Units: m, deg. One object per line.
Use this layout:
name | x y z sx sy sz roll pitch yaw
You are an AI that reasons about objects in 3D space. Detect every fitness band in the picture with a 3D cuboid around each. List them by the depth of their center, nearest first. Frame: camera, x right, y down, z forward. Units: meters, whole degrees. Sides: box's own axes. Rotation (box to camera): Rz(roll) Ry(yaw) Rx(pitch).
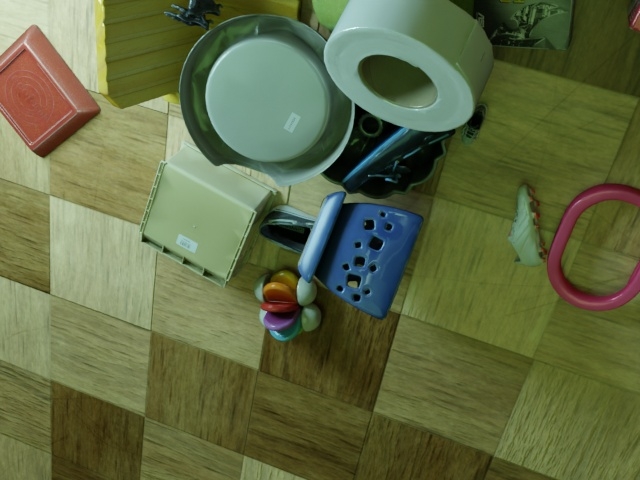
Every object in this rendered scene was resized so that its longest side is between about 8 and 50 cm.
fitness band | 0.602 0.019 1.642 0.209 0.054 0.291 19 120 11

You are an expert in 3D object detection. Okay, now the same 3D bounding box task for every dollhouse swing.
dollhouse swing | -0.241 -0.417 1.580 0.315 0.305 0.347 15 120 13

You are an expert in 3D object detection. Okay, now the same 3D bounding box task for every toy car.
toy car | -0.092 0.172 1.931 0.159 0.136 0.182 1 117 20

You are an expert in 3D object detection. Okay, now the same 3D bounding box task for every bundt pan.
bundt pan | 0.122 -0.260 1.633 0.331 0.124 0.331 9 118 16

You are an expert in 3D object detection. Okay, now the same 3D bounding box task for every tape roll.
tape roll | 0.153 -0.311 1.348 0.286 0.100 0.286 23 161 9

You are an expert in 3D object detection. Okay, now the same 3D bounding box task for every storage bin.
storage bin | -0.282 -0.058 1.891 0.262 0.123 0.260 28 123 4

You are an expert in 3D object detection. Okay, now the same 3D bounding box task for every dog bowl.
dog bowl | -0.099 -0.284 1.542 0.349 0.102 0.349 4 118 8

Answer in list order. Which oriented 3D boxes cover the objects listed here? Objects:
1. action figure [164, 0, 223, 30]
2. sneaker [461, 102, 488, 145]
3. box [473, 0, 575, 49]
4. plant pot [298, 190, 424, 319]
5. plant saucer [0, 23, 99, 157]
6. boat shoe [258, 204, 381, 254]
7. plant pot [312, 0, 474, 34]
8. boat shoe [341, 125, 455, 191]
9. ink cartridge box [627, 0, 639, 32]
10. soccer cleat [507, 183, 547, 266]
action figure | -0.206 -0.537 1.405 0.141 0.164 0.275 20 91 -16
sneaker | 0.314 -0.234 1.606 0.038 0.069 0.098 22 122 9
box | 0.379 -0.474 1.431 0.183 0.056 0.231 11 131 22
plant pot | 0.075 0.020 1.675 0.212 0.236 0.236 22 91 -2
plant saucer | -0.721 -0.362 1.939 0.259 0.048 0.258 -29 104 29
boat shoe | 0.000 0.000 1.826 0.301 0.102 0.108 20 121 10
plant pot | 0.130 -0.483 1.443 0.254 0.276 0.276 4 118 28
boat shoe | 0.153 -0.165 1.537 0.258 0.109 0.089 -35 104 33
ink cartridge box | 0.623 -0.469 1.306 0.100 0.172 0.237 24 122 7
soccer cleat | 0.439 -0.028 1.673 0.076 0.068 0.196 -4 118 26
